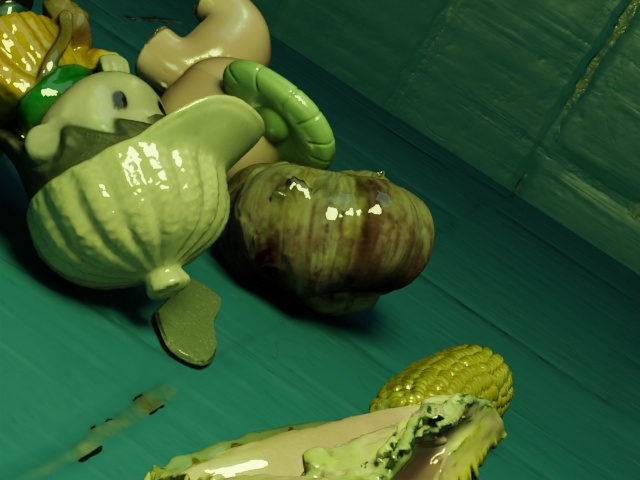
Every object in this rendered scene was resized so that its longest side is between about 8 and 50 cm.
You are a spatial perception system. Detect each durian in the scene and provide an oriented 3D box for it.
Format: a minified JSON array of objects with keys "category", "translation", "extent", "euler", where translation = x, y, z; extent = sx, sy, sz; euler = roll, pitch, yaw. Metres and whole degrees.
[{"category":"durian","translation":[-0.016,0.162,0.861],"extent":[0.195,0.186,0.305],"euler":[9,13,20]}]

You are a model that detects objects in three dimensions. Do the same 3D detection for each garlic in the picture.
[{"category":"garlic","translation":[0.000,0.000,1.445],"extent":[0.244,0.161,0.245],"euler":[10,8,-1]}]

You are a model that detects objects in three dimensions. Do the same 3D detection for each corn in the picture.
[{"category":"corn","translation":[0.114,0.151,1.285],"extent":[0.091,0.091,0.260],"euler":[21,11,19]}]

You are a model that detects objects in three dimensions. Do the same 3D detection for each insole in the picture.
[{"category":"insole","translation":[-0.116,0.069,1.231],"extent":[0.063,0.010,0.192],"euler":[31,13,-8]}]

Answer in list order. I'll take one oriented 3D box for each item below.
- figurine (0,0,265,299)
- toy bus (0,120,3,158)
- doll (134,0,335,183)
[{"category":"figurine","translation":[-0.218,-0.090,1.187],"extent":[0.332,0.205,0.185],"euler":[31,15,22]},{"category":"toy bus","translation":[-0.377,-0.138,1.238],"extent":[0.226,0.081,0.074],"euler":[19,20,-41]},{"category":"doll","translation":[-0.084,-0.145,1.611],"extent":[0.268,0.216,0.284],"euler":[38,-23,12]}]
